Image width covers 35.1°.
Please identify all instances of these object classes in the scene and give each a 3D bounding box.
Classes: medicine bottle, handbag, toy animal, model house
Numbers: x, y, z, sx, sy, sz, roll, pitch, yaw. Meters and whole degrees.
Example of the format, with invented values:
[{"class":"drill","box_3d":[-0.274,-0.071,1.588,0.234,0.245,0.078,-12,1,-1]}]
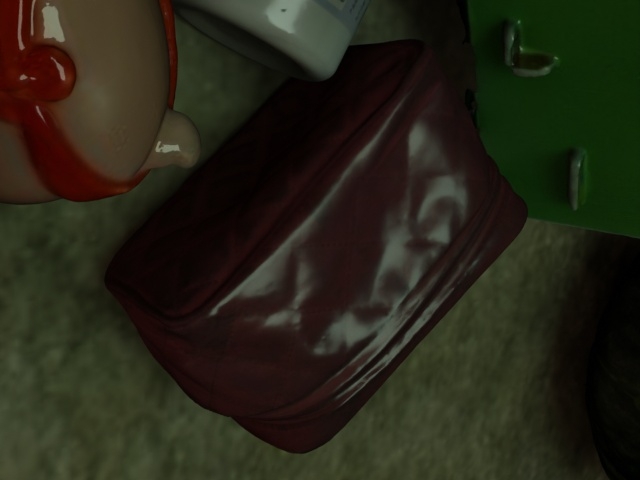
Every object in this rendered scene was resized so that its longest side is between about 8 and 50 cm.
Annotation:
[{"class":"medicine bottle","box_3d":[0.000,-0.188,0.538,0.103,0.103,0.187,27,89,-37]},{"class":"handbag","box_3d":[0.000,0.000,0.571,0.225,0.146,0.135,-48,122,-15]},{"class":"toy animal","box_3d":[-0.156,-0.083,0.440,0.197,0.171,0.171,-16,113,-21]},{"class":"model house","box_3d":[0.250,-0.200,0.613,0.313,0.242,0.358,-53,143,-36]}]

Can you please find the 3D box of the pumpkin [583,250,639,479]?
[{"class":"pumpkin","box_3d":[0.364,0.107,0.793,0.323,0.241,0.323,-13,115,-31]}]
